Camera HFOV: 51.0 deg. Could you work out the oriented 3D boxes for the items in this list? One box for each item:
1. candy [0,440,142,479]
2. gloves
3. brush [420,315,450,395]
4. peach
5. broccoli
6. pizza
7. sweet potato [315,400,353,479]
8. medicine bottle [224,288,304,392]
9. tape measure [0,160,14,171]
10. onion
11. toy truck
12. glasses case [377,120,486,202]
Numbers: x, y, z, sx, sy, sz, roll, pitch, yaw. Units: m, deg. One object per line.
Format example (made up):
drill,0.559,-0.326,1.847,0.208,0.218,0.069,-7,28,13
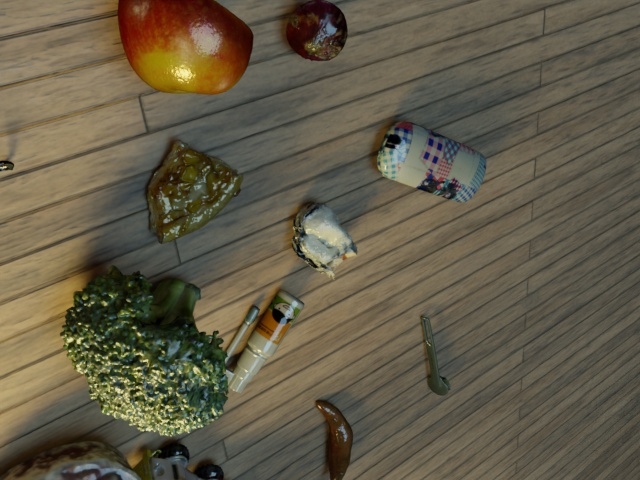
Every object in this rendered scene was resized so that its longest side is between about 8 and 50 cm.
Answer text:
candy,-0.445,0.465,1.136,0.290,0.157,0.214,-21,109,-23
gloves,-0.001,-0.002,1.336,0.114,0.070,0.153,-43,125,-5
brush,0.293,0.298,1.736,0.027,0.062,0.266,-40,128,-37
peach,-0.190,-0.305,0.962,0.190,0.190,0.192,-14,115,-34
broccoli,-0.281,0.174,1.079,0.235,0.260,0.288,-17,119,-16
pizza,-0.214,-0.095,1.123,0.182,0.062,0.161,-29,125,-24
sweet potato,0.040,0.478,1.609,0.078,0.058,0.255,-13,116,-11
medicine bottle,-0.126,0.196,1.341,0.092,0.061,0.220,33,88,-19
tape measure,-0.484,-0.039,0.897,0.180,0.104,0.107,-23,120,-29
onion,-0.006,-0.361,1.150,0.107,0.097,0.107,-9,135,-9
toy truck,-0.256,0.509,1.333,0.111,0.136,0.286,-35,129,6
glasses case,0.249,-0.166,1.457,0.327,0.076,0.125,12,105,-42
